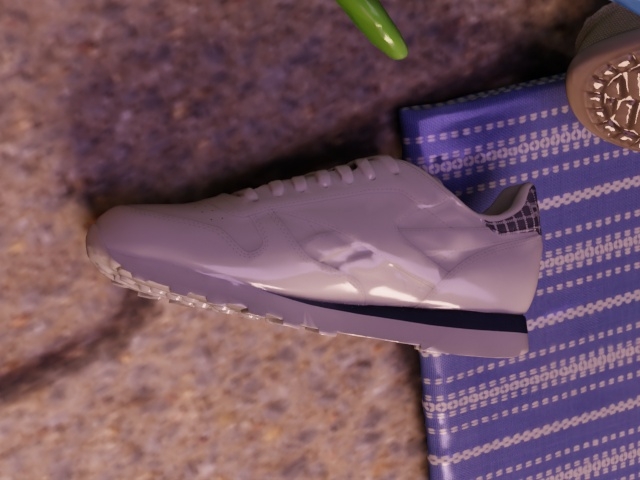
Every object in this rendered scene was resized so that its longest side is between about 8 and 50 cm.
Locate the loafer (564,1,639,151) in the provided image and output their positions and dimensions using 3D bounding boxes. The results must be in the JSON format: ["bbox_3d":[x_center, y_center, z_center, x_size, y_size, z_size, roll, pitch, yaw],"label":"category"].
[{"bbox_3d":[0.251,-0.122,0.778,0.268,0.092,0.102,-15,139,-4],"label":"loafer"}]

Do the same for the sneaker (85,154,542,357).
[{"bbox_3d":[0.000,0.000,0.742,0.235,0.090,0.095,9,90,-20],"label":"sneaker"}]

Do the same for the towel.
[{"bbox_3d":[0.166,0.052,0.880,0.243,0.040,0.336,-15,116,-18],"label":"towel"}]

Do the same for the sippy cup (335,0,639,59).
[{"bbox_3d":[0.141,-0.201,0.603,0.240,0.224,0.305,9,120,-21],"label":"sippy cup"}]
